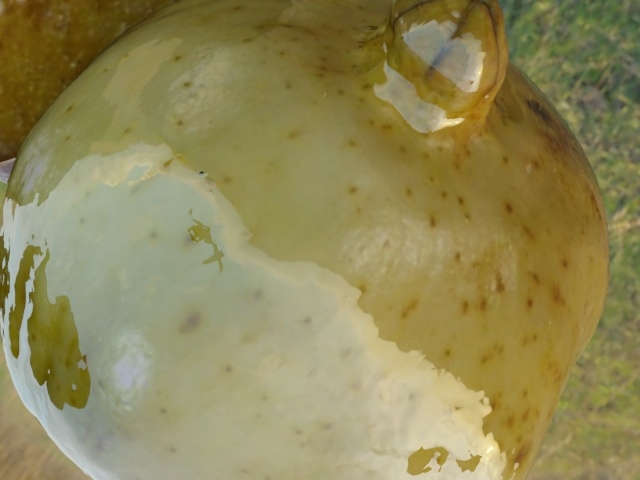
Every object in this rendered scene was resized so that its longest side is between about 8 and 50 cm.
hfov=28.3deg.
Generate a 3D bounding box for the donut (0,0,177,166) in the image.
[{"bbox_3d":[-0.209,-0.268,0.814,0.163,0.377,0.435,40,127,46],"label":"donut"}]

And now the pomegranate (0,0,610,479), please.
[{"bbox_3d":[0.000,0.000,0.770,0.410,0.410,0.410,32,163,11],"label":"pomegranate"}]

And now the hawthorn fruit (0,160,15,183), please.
[{"bbox_3d":[-0.221,-0.158,1.117,0.215,0.250,0.215,14,-172,-2],"label":"hawthorn fruit"}]
